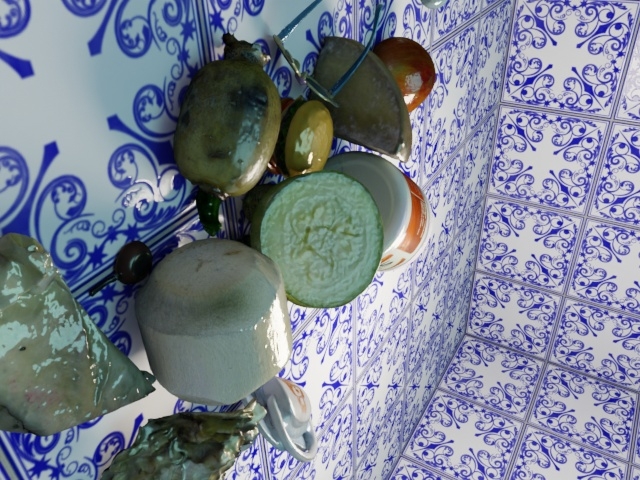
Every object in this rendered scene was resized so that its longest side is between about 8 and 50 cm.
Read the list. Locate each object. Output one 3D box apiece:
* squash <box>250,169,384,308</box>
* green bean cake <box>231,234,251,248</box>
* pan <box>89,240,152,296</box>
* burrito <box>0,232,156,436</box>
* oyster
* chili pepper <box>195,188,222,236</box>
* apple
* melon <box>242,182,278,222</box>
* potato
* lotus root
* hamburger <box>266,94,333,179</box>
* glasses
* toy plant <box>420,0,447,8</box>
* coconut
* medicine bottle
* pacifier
[{"bbox_3d":[0.000,0.000,1.003,0.252,0.049,0.252,1,88,-27],"label":"squash"},{"bbox_3d":[-0.055,0.056,1.081,0.193,0.208,0.107,14,90,-67],"label":"green bean cake"},{"bbox_3d":[-0.287,0.048,0.821,0.115,0.023,0.068,-48,145,-42],"label":"pan"},{"bbox_3d":[-0.344,0.142,0.680,0.175,0.107,0.348,-41,140,-22],"label":"burrito"},{"bbox_3d":[-0.238,0.388,0.945,0.351,0.115,0.238,-39,145,-11],"label":"oyster"},{"bbox_3d":[-0.163,-0.089,0.930,0.050,0.073,0.182,107,6,-63],"label":"chili pepper"},{"bbox_3d":[0.193,-0.402,1.382,0.173,0.160,0.195,4,96,-42],"label":"apple"},{"bbox_3d":[-0.086,-0.061,1.067,0.162,0.099,0.099,7,98,-62],"label":"melon"},{"bbox_3d":[0.122,-0.286,1.176,0.211,0.264,0.190,9,106,-58],"label":"potato"},{"bbox_3d":[-0.132,-0.197,0.856,0.154,0.154,0.278,33,68,-63],"label":"lotus root"},{"bbox_3d":[-0.044,-0.192,1.054,0.162,0.115,0.162,-46,145,-45],"label":"hamburger"},{"bbox_3d":[0.014,-0.385,1.038,0.189,0.088,0.221,32,87,-52],"label":"glasses"},{"bbox_3d":[0.230,-0.650,1.222,0.332,0.247,0.247,-53,148,-28],"label":"toy plant"},{"bbox_3d":[-0.160,0.142,0.891,0.237,0.237,0.266,-43,143,-46],"label":"coconut"},{"bbox_3d":[0.109,-0.059,1.278,0.241,0.252,0.253,14,92,-64],"label":"medicine bottle"},{"bbox_3d":[-0.127,0.403,1.221,0.207,0.227,0.279,-32,152,7],"label":"pacifier"}]
